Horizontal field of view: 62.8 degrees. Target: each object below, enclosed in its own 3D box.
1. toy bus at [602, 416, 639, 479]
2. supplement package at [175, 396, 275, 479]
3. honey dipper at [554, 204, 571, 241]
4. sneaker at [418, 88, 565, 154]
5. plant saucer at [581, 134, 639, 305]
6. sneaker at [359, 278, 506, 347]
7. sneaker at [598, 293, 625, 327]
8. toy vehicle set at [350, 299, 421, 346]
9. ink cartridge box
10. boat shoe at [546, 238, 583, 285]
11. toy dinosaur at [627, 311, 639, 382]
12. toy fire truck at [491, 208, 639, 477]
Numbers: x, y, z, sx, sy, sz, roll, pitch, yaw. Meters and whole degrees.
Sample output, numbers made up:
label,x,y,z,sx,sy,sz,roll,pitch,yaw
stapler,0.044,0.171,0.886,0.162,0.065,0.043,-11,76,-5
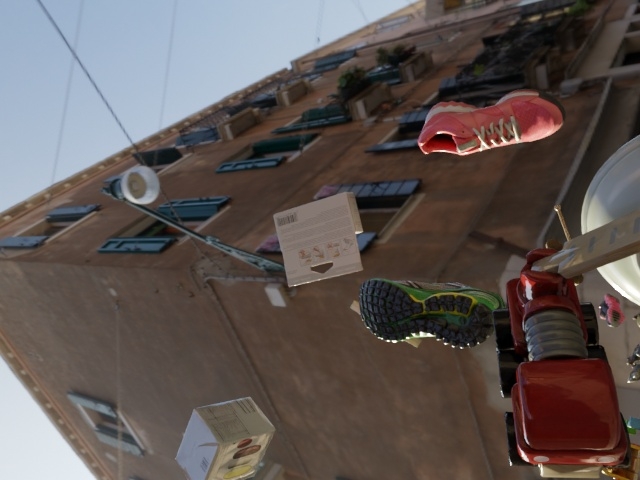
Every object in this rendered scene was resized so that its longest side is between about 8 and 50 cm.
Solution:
label,x,y,z,sx,sy,sz,roll,pitch,yaw
toy bus,0.753,0.562,1.362,0.191,0.105,0.202,-47,-34,-55
supplement package,-0.279,0.596,1.539,0.203,0.149,0.194,4,-64,-46
honey dipper,0.757,-0.034,1.618,0.031,0.031,0.160,-8,-101,-53
sneaker,0.352,-0.229,1.122,0.136,0.314,0.115,-53,-52,-32
plant saucer,0.619,0.002,0.824,0.100,0.401,0.400,-43,-56,-40
sneaker,0.229,0.151,1.134,0.146,0.344,0.134,-10,-78,-48
sneaker,0.740,0.190,1.346,0.119,0.047,0.057,-52,-9,-53
toy vehicle set,0.256,0.326,2.051,0.267,0.166,0.035,32,-93,-34
ink cartridge box,0.000,0.000,1.767,0.066,0.297,0.260,-2,-101,-61
boat shoe,0.629,0.061,1.372,0.045,0.050,0.135,94,156,-66
toy dinosaur,0.801,0.216,1.248,0.160,0.121,0.313,72,-143,-57
toy fire truck,0.259,0.095,0.534,0.246,0.159,0.216,66,-155,-43
